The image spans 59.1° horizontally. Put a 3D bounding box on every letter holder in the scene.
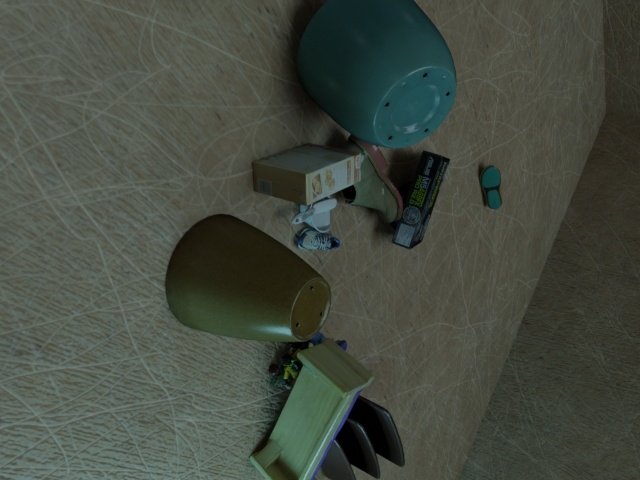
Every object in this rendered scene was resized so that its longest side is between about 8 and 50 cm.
[{"bbox_3d":[0.104,0.579,1.590,0.152,0.214,0.302,-48,138,-32],"label":"letter holder"}]

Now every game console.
[{"bbox_3d":[0.246,-0.096,1.635,0.071,0.107,0.122,30,75,-14],"label":"game console"}]

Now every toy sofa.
[{"bbox_3d":[-0.009,0.420,1.342,0.177,0.150,0.362,-6,126,-52],"label":"toy sofa"}]

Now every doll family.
[{"bbox_3d":[-0.054,0.275,1.378,0.111,0.076,0.193,52,57,-45],"label":"doll family"}]

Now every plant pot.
[{"bbox_3d":[0.133,-0.328,1.135,0.293,0.235,0.293,-21,143,-16],"label":"plant pot"},{"bbox_3d":[-0.113,0.090,1.057,0.237,0.254,0.237,-26,123,-48],"label":"plant pot"}]

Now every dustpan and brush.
[{"bbox_3d":[-0.015,-0.073,1.291,0.211,0.060,0.147,-23,121,-48],"label":"dustpan and brush"}]

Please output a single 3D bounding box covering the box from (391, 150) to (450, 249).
[{"bbox_3d":[0.292,-0.118,1.620,0.216,0.060,0.270,-14,124,-71],"label":"box"}]

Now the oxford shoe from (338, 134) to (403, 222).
[{"bbox_3d":[0.110,-0.132,1.422,0.130,0.123,0.348,-42,141,-4],"label":"oxford shoe"}]

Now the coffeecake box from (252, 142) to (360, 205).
[{"bbox_3d":[-0.025,-0.143,1.179,0.185,0.142,0.068,-28,126,-45],"label":"coffeecake box"}]

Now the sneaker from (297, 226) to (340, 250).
[{"bbox_3d":[0.000,0.000,1.347,0.135,0.058,0.052,-1,104,-53],"label":"sneaker"}]

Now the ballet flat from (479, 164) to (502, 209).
[{"bbox_3d":[0.655,-0.219,2.170,0.232,0.080,0.073,68,22,-45],"label":"ballet flat"}]
